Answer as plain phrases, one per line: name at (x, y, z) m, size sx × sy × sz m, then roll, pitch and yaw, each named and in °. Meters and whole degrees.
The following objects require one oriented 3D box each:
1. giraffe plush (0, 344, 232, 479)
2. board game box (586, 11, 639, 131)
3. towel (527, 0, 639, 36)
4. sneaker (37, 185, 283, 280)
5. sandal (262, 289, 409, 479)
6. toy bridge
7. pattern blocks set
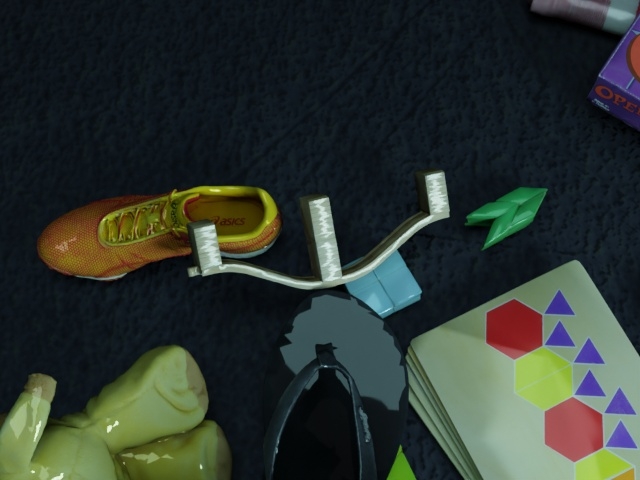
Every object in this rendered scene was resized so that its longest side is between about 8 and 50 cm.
giraffe plush at (-0.178, 0.159, 0.691) m, size 0.170 × 0.210 × 0.181 m, roll -7°, pitch 81°, yaw 34°
board game box at (0.376, -0.190, 0.836) m, size 0.208 × 0.056 × 0.347 m, roll 32°, pitch 75°, yaw 14°
towel at (0.351, -0.241, 0.892) m, size 0.329 × 0.037 × 0.237 m, roll 17°, pitch 71°, yaw 7°
sneaker at (-0.115, -0.014, 0.793) m, size 0.175 × 0.067 × 0.064 m, roll -10°, pitch 71°, yaw -2°
sandal at (-0.001, 0.146, 0.705) m, size 0.097 × 0.054 × 0.254 m, roll 9°, pitch 64°, yaw 5°
toy bridge at (0.000, 0.000, 0.767) m, size 0.188 × 0.026 × 0.063 m, roll -14°, pitch 104°, yaw -16°
pattern blocks set at (0.158, 0.120, 0.756) m, size 0.285 × 0.026 × 0.324 m, roll -18°, pitch 69°, yaw -4°
